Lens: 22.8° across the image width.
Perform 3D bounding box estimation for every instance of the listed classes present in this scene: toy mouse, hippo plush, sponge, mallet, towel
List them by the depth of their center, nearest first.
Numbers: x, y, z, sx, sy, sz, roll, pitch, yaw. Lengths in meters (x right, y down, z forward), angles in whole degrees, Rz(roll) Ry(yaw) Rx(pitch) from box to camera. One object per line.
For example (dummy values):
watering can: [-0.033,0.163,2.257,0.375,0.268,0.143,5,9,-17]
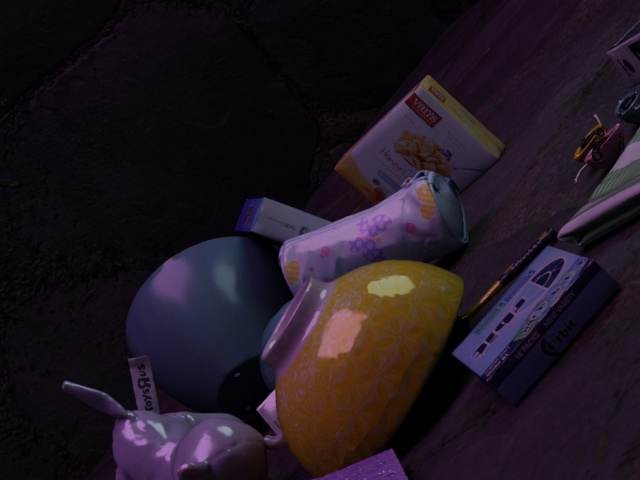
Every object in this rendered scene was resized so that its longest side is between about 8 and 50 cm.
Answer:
sponge: [0.034,0.260,1.569,0.117,0.031,0.210,-19,7,-2]
towel: [0.394,-0.139,1.715,0.325,0.038,0.248,-53,8,-33]
mallet: [0.205,0.056,1.833,0.189,0.039,0.062,-44,7,4]
toy mouse: [0.356,-0.130,1.902,0.143,0.031,0.161,-43,10,50]
hippo plush: [-0.123,0.275,1.928,0.234,0.294,0.236,-18,5,-41]

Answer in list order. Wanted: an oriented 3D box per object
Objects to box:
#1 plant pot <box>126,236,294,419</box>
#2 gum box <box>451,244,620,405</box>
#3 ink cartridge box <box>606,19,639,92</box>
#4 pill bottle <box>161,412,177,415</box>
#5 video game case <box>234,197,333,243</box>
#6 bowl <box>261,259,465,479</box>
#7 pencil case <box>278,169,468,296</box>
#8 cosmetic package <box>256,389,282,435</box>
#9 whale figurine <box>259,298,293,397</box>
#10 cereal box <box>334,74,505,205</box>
plant pot: [-0.136,0.168,2.491,0.290,0.290,0.195,-47,44,12]
gum box: [0.213,0.082,1.603,0.157,0.041,0.184,-48,6,-1]
ink cartridge box: [0.433,-0.265,1.863,0.165,0.065,0.332,-43,0,-5]
pill bottle: [-0.253,0.350,2.647,0.121,0.121,0.221,-51,8,-20]
video game case: [0.000,0.000,2.487,0.269,0.244,0.061,-174,103,-81]
bowl: [0.025,0.129,1.828,0.289,0.156,0.289,-58,5,8]
pencil case: [0.075,0.003,2.258,0.273,0.124,0.113,-27,39,23]
cosmetic package: [0.033,0.157,2.028,0.239,0.060,0.099,-47,-34,5]
whale figurine: [-0.012,0.144,2.220,0.216,0.141,0.272,-49,5,0]
cereal box: [0.158,-0.134,2.559,0.240,0.173,0.047,-43,9,41]
